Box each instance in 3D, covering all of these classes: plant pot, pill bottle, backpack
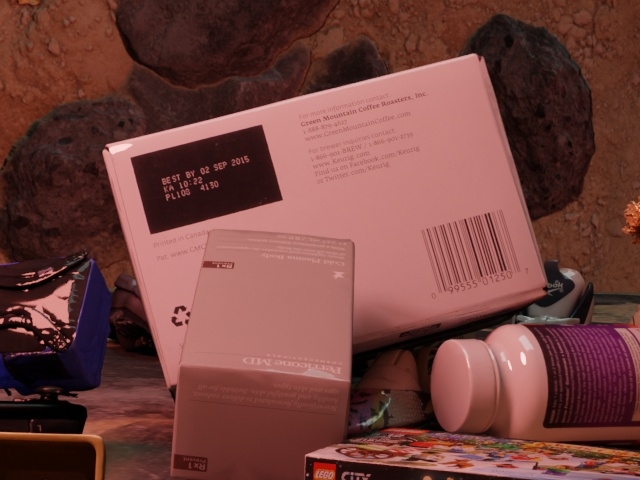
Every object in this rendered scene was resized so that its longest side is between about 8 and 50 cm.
[{"bbox_3d":[-0.150,0.143,0.807,0.082,0.081,0.083,2,-9,0],"label":"plant pot"},{"bbox_3d":[0.198,0.125,1.329,0.194,0.108,0.108,2,1,-22],"label":"pill bottle"},{"bbox_3d":[-0.229,0.075,1.193,0.120,0.098,0.101,-2,-43,11],"label":"backpack"}]

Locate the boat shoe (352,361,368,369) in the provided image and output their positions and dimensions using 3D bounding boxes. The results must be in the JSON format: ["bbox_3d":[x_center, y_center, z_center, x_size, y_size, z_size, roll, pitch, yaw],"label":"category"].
[{"bbox_3d":[-0.016,0.114,1.938,0.095,0.095,0.257,-10,5,-30],"label":"boat shoe"}]

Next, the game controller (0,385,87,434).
[{"bbox_3d":[-0.335,0.132,1.143,0.319,0.067,0.166,2,1,-9],"label":"game controller"}]

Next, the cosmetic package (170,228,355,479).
[{"bbox_3d":[-0.039,0.085,1.167,0.127,0.107,0.238,5,22,-2],"label":"cosmetic package"}]

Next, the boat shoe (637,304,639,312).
[{"bbox_3d":[0.509,0.132,2.204,0.095,0.079,0.254,-1,-1,-9],"label":"boat shoe"}]

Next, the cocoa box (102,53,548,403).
[{"bbox_3d":[0.000,0.000,1.427,0.347,0.231,0.228,-14,-10,-6],"label":"cocoa box"}]

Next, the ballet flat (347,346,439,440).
[{"bbox_3d":[0.087,0.135,1.384,0.077,0.079,0.221,0,0,41],"label":"ballet flat"}]

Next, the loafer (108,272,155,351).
[{"bbox_3d":[-0.234,0.116,2.062,0.109,0.095,0.302,33,-4,-17],"label":"loafer"}]

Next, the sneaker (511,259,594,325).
[{"bbox_3d":[0.235,0.097,1.644,0.094,0.153,0.235,2,1,27],"label":"sneaker"}]

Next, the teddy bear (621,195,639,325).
[{"bbox_3d":[0.333,0.073,1.382,0.113,0.245,0.338,-23,1,1],"label":"teddy bear"}]

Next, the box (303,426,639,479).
[{"bbox_3d":[0.125,0.162,1.015,0.233,0.044,0.159,3,2,22],"label":"box"}]

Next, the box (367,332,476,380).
[{"bbox_3d":[0.108,0.025,1.725,0.113,0.275,0.094,1,19,22],"label":"box"}]
